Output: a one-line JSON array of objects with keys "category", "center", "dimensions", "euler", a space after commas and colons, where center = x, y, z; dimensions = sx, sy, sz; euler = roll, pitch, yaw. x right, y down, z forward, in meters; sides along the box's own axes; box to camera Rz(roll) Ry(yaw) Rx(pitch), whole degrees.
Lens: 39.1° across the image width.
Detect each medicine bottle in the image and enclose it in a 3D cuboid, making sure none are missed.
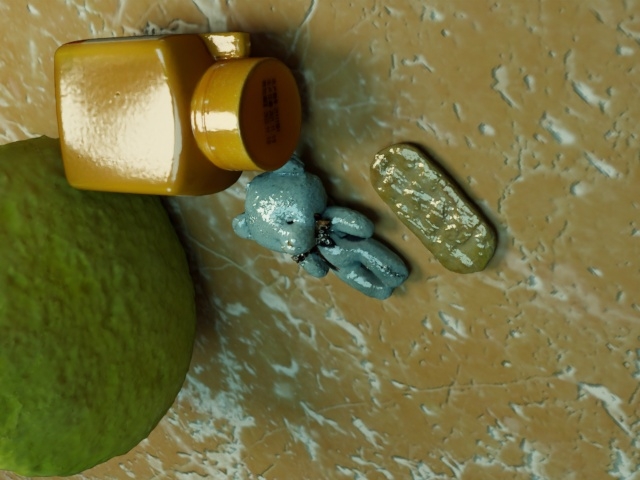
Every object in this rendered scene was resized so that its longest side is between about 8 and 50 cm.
[{"category": "medicine bottle", "center": [-0.136, -0.119, 0.855], "dimensions": [0.222, 0.112, 0.149], "euler": [5, 105, 31]}]

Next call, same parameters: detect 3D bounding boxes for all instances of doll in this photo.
[{"category": "doll", "center": [-0.003, 0.002, 0.885], "dimensions": [0.180, 0.075, 0.120], "euler": [41, 127, 3]}]

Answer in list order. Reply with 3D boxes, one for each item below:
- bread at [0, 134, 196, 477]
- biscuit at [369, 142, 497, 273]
[{"category": "bread", "center": [-0.335, 0.077, 0.989], "dimensions": [0.308, 0.348, 0.348], "euler": [-10, 113, 43]}, {"category": "biscuit", "center": [0.104, -0.029, 0.834], "dimensions": [0.147, 0.018, 0.071], "euler": [47, 132, -2]}]
